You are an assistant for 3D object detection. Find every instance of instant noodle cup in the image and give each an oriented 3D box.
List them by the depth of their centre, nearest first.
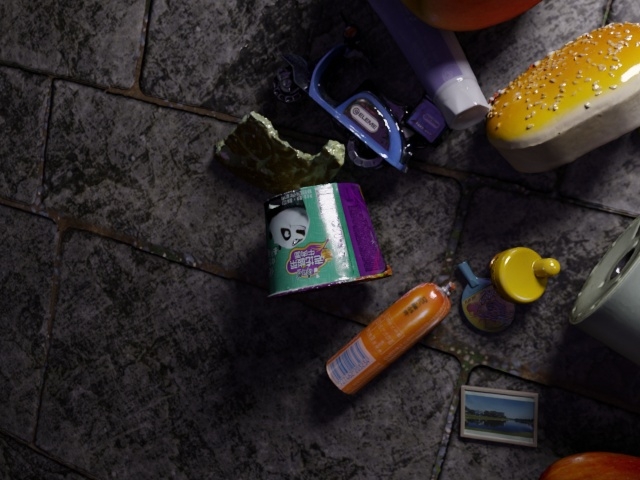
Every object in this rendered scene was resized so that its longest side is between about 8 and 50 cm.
[{"bbox_3d":[0.000,0.000,1.240,0.251,0.251,0.190,-13,84,23],"label":"instant noodle cup"}]

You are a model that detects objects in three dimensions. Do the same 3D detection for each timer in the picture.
[{"bbox_3d":[0.370,0.063,1.164,0.107,0.109,0.107,2,82,-18],"label":"timer"}]

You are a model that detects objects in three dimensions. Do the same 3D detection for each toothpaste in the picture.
[{"bbox_3d":[0.192,-0.368,1.158,0.125,0.080,0.371,-32,66,23],"label":"toothpaste"}]

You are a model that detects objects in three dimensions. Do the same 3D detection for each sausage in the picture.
[{"bbox_3d":[0.148,0.184,1.279,0.312,0.093,0.093,-45,80,20],"label":"sausage"}]

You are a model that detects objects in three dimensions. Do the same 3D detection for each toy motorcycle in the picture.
[{"bbox_3d":[0.077,-0.279,1.234,0.359,0.125,0.212,41,101,9],"label":"toy motorcycle"}]

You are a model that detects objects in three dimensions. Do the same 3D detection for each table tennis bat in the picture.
[{"bbox_3d":[0.316,0.109,1.241,0.100,0.019,0.155,-32,87,23],"label":"table tennis bat"}]

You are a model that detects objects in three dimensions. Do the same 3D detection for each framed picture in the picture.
[{"bbox_3d":[0.353,0.347,1.262,0.149,0.011,0.109,1,98,22],"label":"framed picture"}]

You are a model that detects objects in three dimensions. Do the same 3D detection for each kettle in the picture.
[{"bbox_3d":[0.662,0.098,1.012,0.377,0.250,0.361,36,80,11],"label":"kettle"}]

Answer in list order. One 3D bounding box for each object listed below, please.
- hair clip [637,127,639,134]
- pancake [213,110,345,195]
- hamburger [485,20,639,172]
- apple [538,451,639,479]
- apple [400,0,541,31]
[{"bbox_3d":[0.626,-0.186,1.064,0.173,0.046,0.072,8,96,22],"label":"hair clip"},{"bbox_3d":[-0.098,-0.180,1.295,0.377,0.054,0.197,14,139,35],"label":"pancake"},{"bbox_3d":[0.415,-0.234,1.049,0.295,0.227,0.151,-26,110,19],"label":"hamburger"},{"bbox_3d":[0.513,0.502,1.077,0.317,0.288,0.287,-4,96,9],"label":"apple"},{"bbox_3d":[0.236,-0.520,1.001,0.364,0.364,0.363,3,98,21],"label":"apple"}]
